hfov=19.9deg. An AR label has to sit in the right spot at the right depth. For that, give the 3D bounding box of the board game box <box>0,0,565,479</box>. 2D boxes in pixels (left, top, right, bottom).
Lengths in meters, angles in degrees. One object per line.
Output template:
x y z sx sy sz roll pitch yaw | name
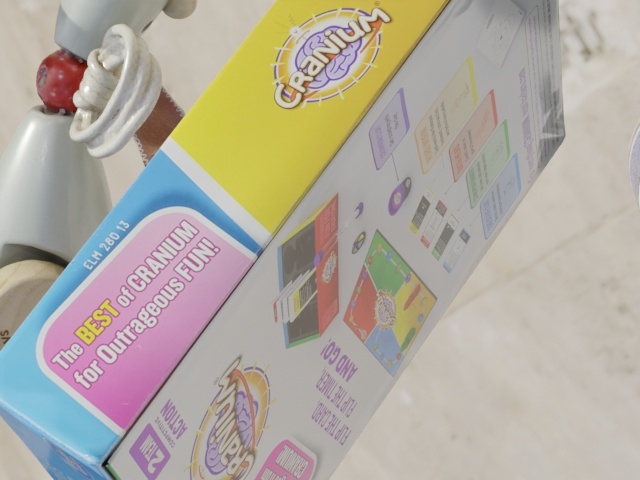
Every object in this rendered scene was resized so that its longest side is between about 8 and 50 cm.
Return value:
0.000 0.000 0.824 0.064 0.316 0.242 29 161 21 | board game box

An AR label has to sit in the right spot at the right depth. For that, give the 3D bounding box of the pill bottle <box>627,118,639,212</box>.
0.358 -0.051 1.634 0.153 0.153 0.265 63 -168 -9 | pill bottle

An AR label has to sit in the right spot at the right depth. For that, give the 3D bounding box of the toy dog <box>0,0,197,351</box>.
-0.152 -0.041 1.317 0.334 0.161 0.220 -55 36 27 | toy dog
